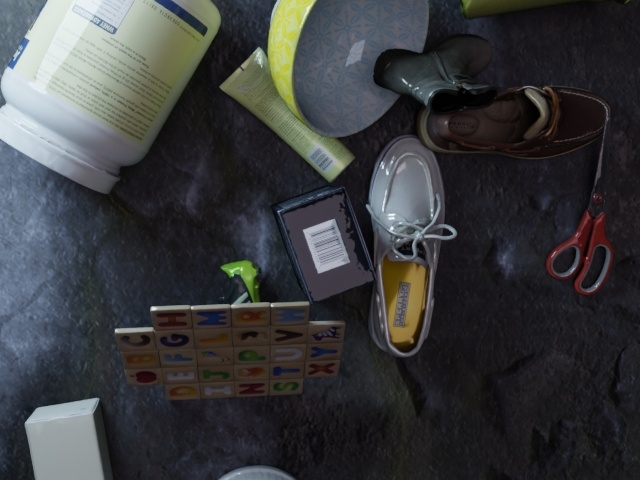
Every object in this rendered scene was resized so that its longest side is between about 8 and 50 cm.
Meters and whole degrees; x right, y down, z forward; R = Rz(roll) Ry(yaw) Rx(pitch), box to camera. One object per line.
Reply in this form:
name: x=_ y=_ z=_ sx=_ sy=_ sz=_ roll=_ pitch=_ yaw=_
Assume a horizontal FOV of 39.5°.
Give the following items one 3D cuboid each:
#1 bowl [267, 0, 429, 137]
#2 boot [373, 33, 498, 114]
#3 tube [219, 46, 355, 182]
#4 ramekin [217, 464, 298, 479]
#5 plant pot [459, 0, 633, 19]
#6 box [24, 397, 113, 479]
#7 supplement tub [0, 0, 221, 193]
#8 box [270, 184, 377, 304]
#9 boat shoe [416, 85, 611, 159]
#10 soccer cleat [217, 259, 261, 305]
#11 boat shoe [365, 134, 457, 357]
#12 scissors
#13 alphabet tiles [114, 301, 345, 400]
bowl: x=0.015 y=-0.322 z=1.378 sx=0.156 sy=0.289 sz=0.289 roll=36 pitch=91 yaw=35
boot: x=0.216 y=-0.246 z=1.383 sx=0.247 sy=0.161 sz=0.083 roll=-19 pitch=131 yaw=-34
tube: x=-0.046 y=-0.199 z=1.453 sx=0.240 sy=0.062 sz=0.070 roll=44 pitch=48 yaw=-3
ramekin: x=-0.106 y=0.490 z=1.478 sx=0.207 sy=0.109 sz=0.207 roll=0 pitch=95 yaw=-5
plant pot: x=0.321 y=-0.464 z=1.377 sx=0.254 sy=0.276 sz=0.276 roll=-16 pitch=97 yaw=7
box: x=-0.395 y=0.405 z=1.450 sx=0.113 sy=0.094 sz=0.275 roll=-7 pitch=95 yaw=-5
supplement tub: x=-0.321 y=-0.257 z=1.327 sx=0.235 sy=0.235 sz=0.324 roll=30 pitch=91 yaw=-7
box: x=0.000 y=0.000 z=1.396 sx=0.108 sy=0.207 sz=0.153 roll=-20 pitch=98 yaw=-4
boat shoe: x=0.333 y=-0.192 z=1.438 sx=0.342 sy=0.123 sz=0.123 roll=-2 pitch=95 yaw=-17
soccer cleat: x=-0.131 y=0.122 z=1.473 sx=0.072 sy=0.060 sz=0.178 roll=-3 pitch=89 yaw=4
boat shoe: x=0.139 y=0.011 z=1.434 sx=0.136 sy=0.156 sz=0.366 roll=6 pitch=93 yaw=-7
scissors: x=0.475 y=-0.052 z=1.514 sx=0.109 sy=0.021 sz=0.297 roll=18 pitch=101 yaw=-2
alphabet tiles: x=-0.137 y=0.178 z=1.391 sx=0.343 sy=0.285 sz=0.011 roll=-2 pitch=54 yaw=-6
